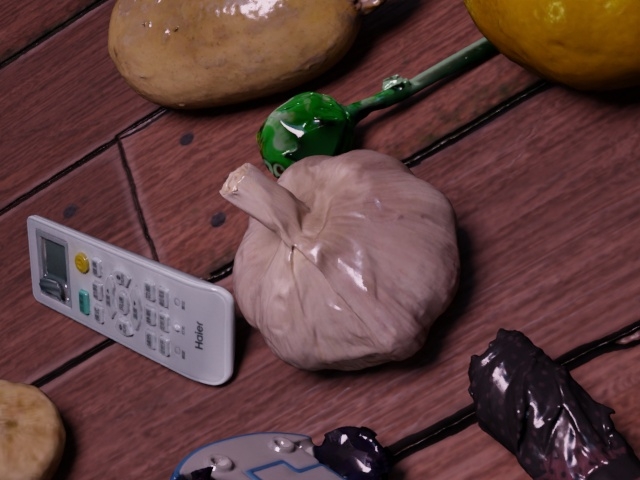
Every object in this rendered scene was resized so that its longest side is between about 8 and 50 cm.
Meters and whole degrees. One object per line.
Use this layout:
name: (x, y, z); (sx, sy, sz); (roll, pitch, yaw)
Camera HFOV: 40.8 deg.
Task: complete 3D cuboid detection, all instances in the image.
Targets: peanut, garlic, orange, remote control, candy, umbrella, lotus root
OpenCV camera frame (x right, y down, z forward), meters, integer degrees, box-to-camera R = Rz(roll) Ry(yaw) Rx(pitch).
peanut: (-0.370, 0.201, 0.839); (0.253, 0.137, 0.122); (-11, 56, 23)
garlic: (0.000, 0.000, 0.732); (0.218, 0.212, 0.219); (-15, 57, 25)
orange: (0.252, -0.268, 0.740); (0.279, 0.235, 0.279); (-23, 39, 20)
remote control: (-0.197, 0.053, 0.881); (0.293, 0.103, 0.051); (17, 25, 32)
candy: (0.085, -0.156, 0.879); (0.323, 0.097, 0.097); (-28, 53, -3)
umbrella: (0.212, 0.191, 0.590); (0.090, 0.094, 0.326); (-47, 51, 12)
lotus root: (-0.075, -0.240, 0.933); (0.342, 0.151, 0.169); (-9, 101, 22)

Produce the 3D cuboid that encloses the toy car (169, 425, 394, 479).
toy car: (0.016, 0.253, 0.605); (0.314, 0.198, 0.166); (24, 106, 36)
